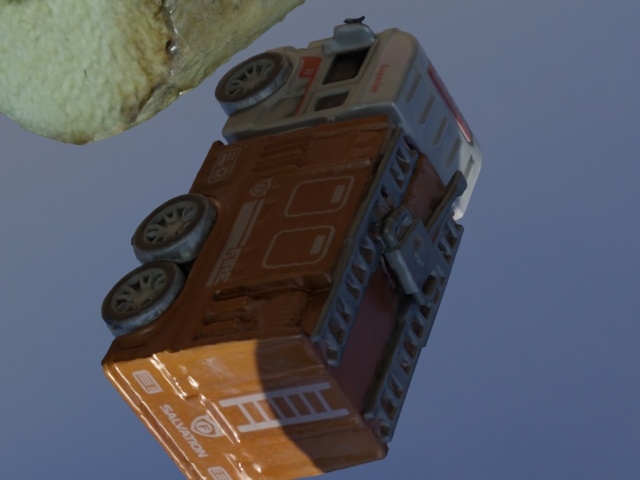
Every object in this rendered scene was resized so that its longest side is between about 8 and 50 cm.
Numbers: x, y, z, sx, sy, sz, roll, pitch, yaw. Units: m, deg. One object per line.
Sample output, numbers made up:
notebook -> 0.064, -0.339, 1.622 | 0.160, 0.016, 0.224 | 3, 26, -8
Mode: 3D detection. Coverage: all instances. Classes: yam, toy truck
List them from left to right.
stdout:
yam -> -0.068, -0.192, 1.131 | 0.304, 0.168, 0.168 | -40, -164, -31
toy truck -> 0.000, 0.000, 1.463 | 0.207, 0.173, 0.387 | -12, -143, 31
